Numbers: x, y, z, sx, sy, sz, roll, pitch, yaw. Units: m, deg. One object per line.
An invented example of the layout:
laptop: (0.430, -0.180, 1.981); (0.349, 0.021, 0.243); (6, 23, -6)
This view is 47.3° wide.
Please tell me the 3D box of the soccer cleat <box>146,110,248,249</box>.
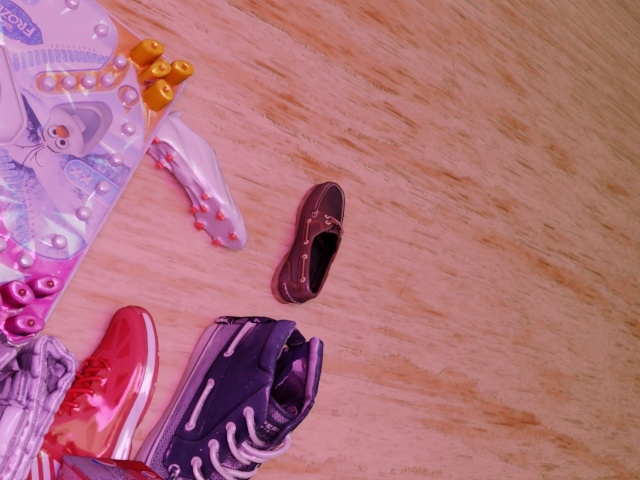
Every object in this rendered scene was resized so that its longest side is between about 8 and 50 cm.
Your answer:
soccer cleat: (-0.145, -0.077, 0.925); (0.196, 0.068, 0.076); (55, 46, -16)

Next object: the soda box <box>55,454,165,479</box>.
soda box: (-0.227, 0.345, 0.690); (0.092, 0.083, 0.263); (20, 85, -38)

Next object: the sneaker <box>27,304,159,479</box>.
sneaker: (-0.251, 0.163, 0.755); (0.128, 0.087, 0.221); (24, 64, -39)

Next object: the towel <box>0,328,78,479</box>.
towel: (-0.310, 0.193, 0.560); (0.121, 0.235, 0.283); (28, 72, -22)

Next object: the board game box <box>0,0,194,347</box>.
board game box: (-0.357, -0.154, 0.720); (0.390, 0.050, 0.390); (37, 57, -25)

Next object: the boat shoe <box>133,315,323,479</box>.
boat shoe: (-0.109, 0.233, 0.823); (0.127, 0.158, 0.340); (36, 58, -33)

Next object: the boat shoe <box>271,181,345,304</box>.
boat shoe: (0.000, 0.000, 1.040); (0.073, 0.073, 0.207); (37, 56, -31)
